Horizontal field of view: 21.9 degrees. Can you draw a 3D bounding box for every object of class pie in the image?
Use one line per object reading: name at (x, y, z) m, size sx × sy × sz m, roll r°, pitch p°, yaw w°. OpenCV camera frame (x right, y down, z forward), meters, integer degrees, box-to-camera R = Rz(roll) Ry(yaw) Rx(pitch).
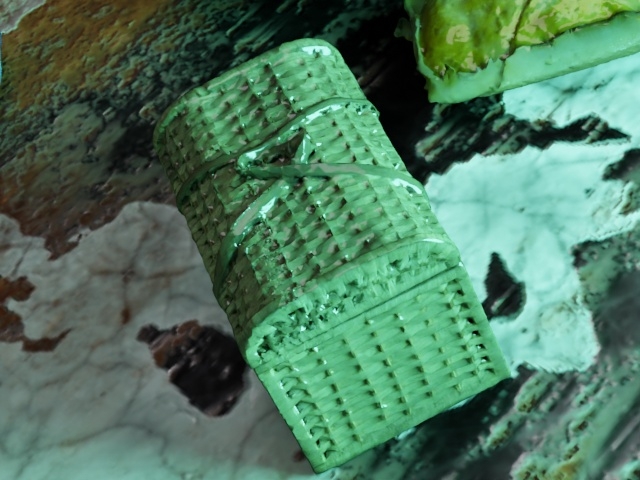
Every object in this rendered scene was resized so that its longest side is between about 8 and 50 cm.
pie at (0.183, -0.166, 1.089) m, size 0.283 × 0.068 × 0.128 m, roll -17°, pitch 45°, yaw 13°

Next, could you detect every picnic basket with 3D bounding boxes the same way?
picnic basket at (0.000, 0.000, 0.954) m, size 0.134 × 0.154 × 0.196 m, roll -25°, pitch 45°, yaw -1°
